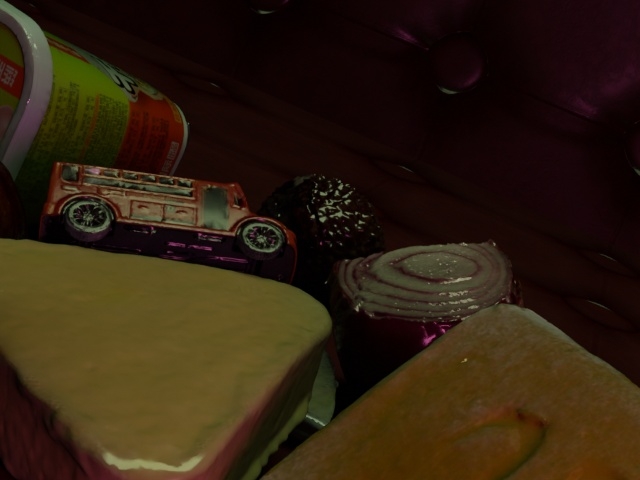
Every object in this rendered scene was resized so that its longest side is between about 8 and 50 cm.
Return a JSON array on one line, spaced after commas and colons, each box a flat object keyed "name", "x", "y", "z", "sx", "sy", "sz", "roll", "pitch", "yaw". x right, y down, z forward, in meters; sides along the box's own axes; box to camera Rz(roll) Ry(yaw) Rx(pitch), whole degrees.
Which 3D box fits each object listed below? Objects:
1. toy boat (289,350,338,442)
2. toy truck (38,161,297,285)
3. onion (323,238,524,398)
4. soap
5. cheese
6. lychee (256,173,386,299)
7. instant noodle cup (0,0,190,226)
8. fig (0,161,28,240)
[{"name": "toy boat", "x": -0.115, "y": 0.090, "z": 1.419, "sx": 0.293, "sy": 0.111, "sz": 0.276, "roll": 27, "pitch": 28, "yaw": -7}, {"name": "toy truck", "x": -0.152, "y": -0.004, "z": 1.314, "sx": 0.252, "sy": 0.107, "sz": 0.114, "roll": 7, "pitch": 45, "yaw": -12}, {"name": "onion", "x": 0.125, "y": 0.129, "z": 1.460, "sx": 0.216, "sy": 0.207, "sz": 0.206, "roll": -8, "pitch": 31, "yaw": 2}, {"name": "soap", "x": 0.140, "y": 0.227, "z": 0.926, "sx": 0.335, "sy": 0.293, "sz": 0.156, "roll": 42, "pitch": -14, "yaw": 53}, {"name": "cheese", "x": -0.138, "y": 0.111, "z": 1.172, "sx": 0.383, "sy": 0.104, "sz": 0.384, "roll": 13, "pitch": 24, "yaw": -6}, {"name": "lychee", "x": 0.000, "y": 0.000, "z": 1.788, "sx": 0.188, "sy": 0.188, "sz": 0.188, "roll": 21, "pitch": 14, "yaw": -6}, {"name": "instant noodle cup", "x": -0.347, "y": -0.138, "z": 1.635, "sx": 0.294, "sy": 0.294, "sz": 0.308, "roll": 32, "pitch": 11, "yaw": 34}, {"name": "fig", "x": -0.363, "y": -0.023, "z": 1.353, "sx": 0.148, "sy": 0.202, "sz": 0.149, "roll": 40, "pitch": -16, "yaw": 16}]
